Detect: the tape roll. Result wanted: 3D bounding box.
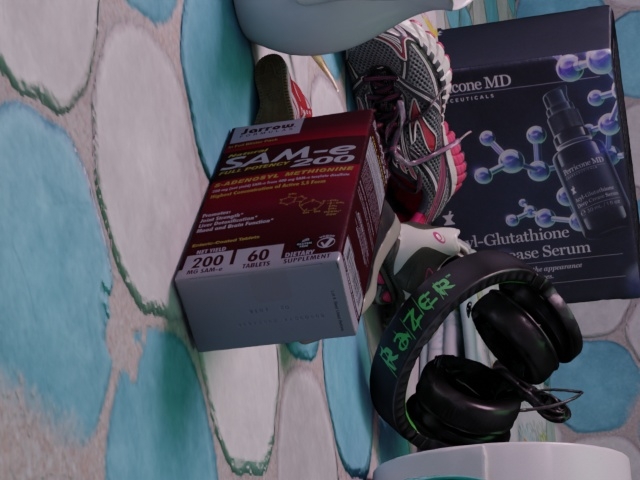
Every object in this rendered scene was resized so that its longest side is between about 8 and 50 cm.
[{"bbox_3d":[0.198,0.294,1.741,0.286,0.286,0.100,50,36,-67],"label":"tape roll"}]

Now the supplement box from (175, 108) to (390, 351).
[{"bbox_3d":[-0.024,-0.013,1.284,0.239,0.130,0.073,-76,156,-57],"label":"supplement box"}]

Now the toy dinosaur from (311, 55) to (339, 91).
[{"bbox_3d":[-0.025,-0.236,1.594,0.183,0.053,0.092,60,42,-44],"label":"toy dinosaur"}]

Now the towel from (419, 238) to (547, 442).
[{"bbox_3d":[0.236,0.225,2.229,0.320,0.090,0.374,52,32,-43],"label":"towel"}]

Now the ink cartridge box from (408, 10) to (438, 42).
[{"bbox_3d":[0.101,-0.263,2.022,0.115,0.067,0.198,20,64,-64],"label":"ink cartridge box"}]

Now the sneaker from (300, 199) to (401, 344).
[{"bbox_3d":[0.000,0.000,1.538,0.118,0.083,0.222,57,30,-21],"label":"sneaker"}]

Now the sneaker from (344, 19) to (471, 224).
[{"bbox_3d":[0.097,-0.139,1.890,0.112,0.121,0.299,-56,137,-39],"label":"sneaker"}]

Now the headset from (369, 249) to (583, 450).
[{"bbox_3d":[0.190,0.140,1.911,0.185,0.243,0.394,40,4,41],"label":"headset"}]

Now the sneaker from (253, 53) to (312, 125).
[{"bbox_3d":[-0.034,-0.107,1.475,0.067,0.042,0.118,57,28,-56],"label":"sneaker"}]

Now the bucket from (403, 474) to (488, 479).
[{"bbox_3d":[0.101,0.344,1.371,0.183,0.281,0.281,-73,153,-72],"label":"bucket"}]

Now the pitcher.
[{"bbox_3d":[0.024,-0.228,1.418,0.178,0.207,0.125,-50,132,-71],"label":"pitcher"}]

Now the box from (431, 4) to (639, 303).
[{"bbox_3d":[0.310,-0.116,2.378,0.212,0.293,0.395,-69,150,-63],"label":"box"}]

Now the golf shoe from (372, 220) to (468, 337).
[{"bbox_3d":[0.125,0.058,1.905,0.273,0.120,0.105,57,28,-65],"label":"golf shoe"}]
